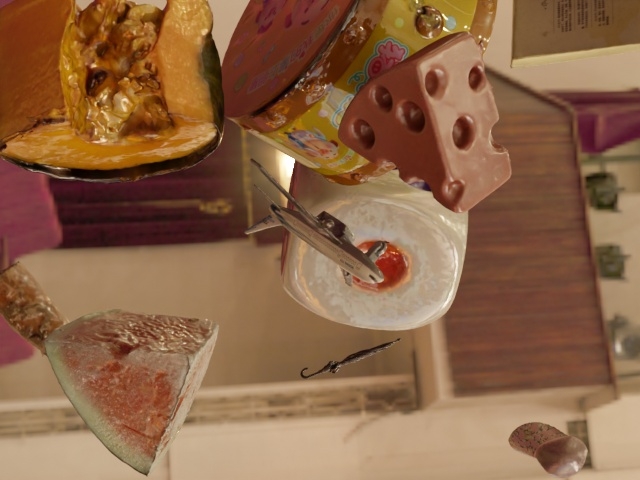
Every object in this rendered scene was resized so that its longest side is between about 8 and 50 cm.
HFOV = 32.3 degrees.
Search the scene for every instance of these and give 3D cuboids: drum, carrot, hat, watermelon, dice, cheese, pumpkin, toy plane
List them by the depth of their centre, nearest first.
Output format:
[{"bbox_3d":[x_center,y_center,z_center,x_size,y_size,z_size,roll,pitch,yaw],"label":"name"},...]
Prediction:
[{"bbox_3d":[0.001,-0.003,1.215,0.226,0.058,0.226,20,-24,46],"label":"toy plane"},{"bbox_3d":[0.251,0.238,1.227,0.042,0.087,0.058,-71,172,-47],"label":"hat"},{"bbox_3d":[0.121,-0.151,1.395,0.177,0.128,0.203,7,-55,47],"label":"cheese"},{"bbox_3d":[-0.283,-0.205,1.471,0.256,0.303,0.225,150,-58,-62],"label":"pumpkin"},{"bbox_3d":[0.045,-0.306,1.643,0.431,0.214,0.431,-42,-148,33],"label":"drum"},{"bbox_3d":[-0.275,0.192,1.711,0.261,0.201,0.213,48,22,-2],"label":"watermelon"},{"bbox_3d":[0.092,-0.026,1.990,0.304,0.304,0.277,-91,-170,-61],"label":"dice"},{"bbox_3d":[-0.496,0.153,1.996,0.263,0.102,0.102,45,-13,1],"label":"carrot"}]

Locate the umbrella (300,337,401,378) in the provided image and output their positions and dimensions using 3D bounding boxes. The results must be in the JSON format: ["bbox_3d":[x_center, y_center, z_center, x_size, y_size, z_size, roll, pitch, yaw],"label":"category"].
[{"bbox_3d":[0.043,0.166,1.530,0.022,0.149,0.022,67,7,-46],"label":"umbrella"}]

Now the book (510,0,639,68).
[{"bbox_3d":[0.417,-0.348,1.582,0.026,0.289,0.201,55,36,-55],"label":"book"}]
